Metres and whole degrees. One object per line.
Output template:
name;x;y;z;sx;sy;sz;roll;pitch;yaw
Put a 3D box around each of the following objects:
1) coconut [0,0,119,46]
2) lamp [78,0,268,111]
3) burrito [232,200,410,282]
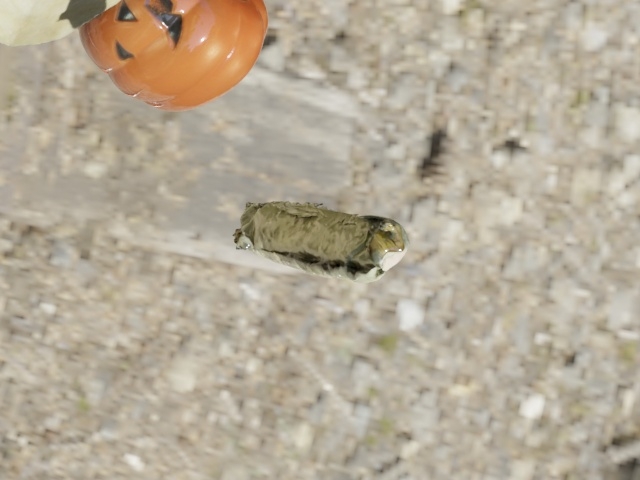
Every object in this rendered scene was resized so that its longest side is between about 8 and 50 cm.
coconut;-0.209;-0.342;1.414;0.344;0.415;0.415;-20;111;-65
lamp;-0.147;-0.208;1.843;0.187;0.164;0.187;41;26;-25
burrito;0.000;0.000;1.250;0.041;0.185;0.045;23;85;-30
